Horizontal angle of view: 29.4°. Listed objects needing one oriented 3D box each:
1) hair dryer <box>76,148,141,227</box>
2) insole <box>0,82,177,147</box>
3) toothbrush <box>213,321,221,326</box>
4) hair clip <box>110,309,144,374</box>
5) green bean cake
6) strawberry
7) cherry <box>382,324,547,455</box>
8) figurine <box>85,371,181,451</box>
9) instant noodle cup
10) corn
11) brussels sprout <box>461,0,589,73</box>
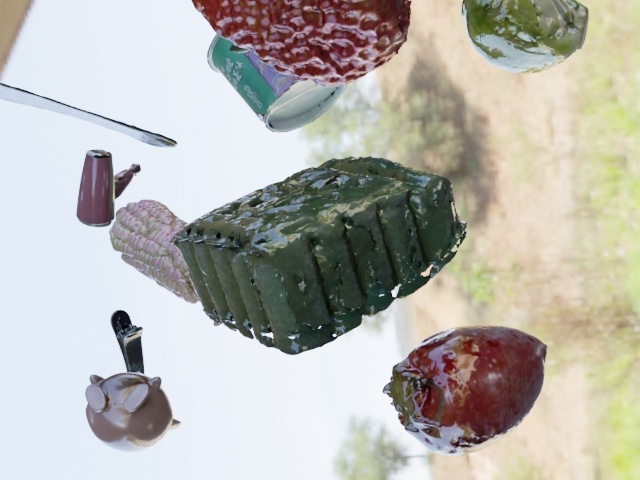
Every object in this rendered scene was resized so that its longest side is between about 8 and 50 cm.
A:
[{"bbox_3d":[-0.302,-0.087,1.769,0.154,0.054,0.106,-47,-32,-69],"label":"hair dryer"},{"bbox_3d":[-0.364,-0.182,1.684,0.119,0.348,0.009,178,108,-72],"label":"insole"},{"bbox_3d":[-0.031,0.028,2.052,0.037,0.375,0.028,57,166,-14],"label":"toothbrush"},{"bbox_3d":[-0.328,0.230,2.119,0.070,0.039,0.229,35,136,41],"label":"hair clip"},{"bbox_3d":[0.000,0.000,1.301,0.241,0.255,0.132,12,126,62],"label":"green bean cake"},{"bbox_3d":[-0.012,-0.351,1.482,0.267,0.312,0.351,-50,-11,-18],"label":"strawberry"},{"bbox_3d":[0.220,0.200,1.726,0.175,0.250,0.192,63,159,6],"label":"cherry"},{"bbox_3d":[-0.270,0.240,1.739,0.138,0.125,0.125,61,-155,-66],"label":"figurine"},{"bbox_3d":[-0.074,-0.346,2.447,0.190,0.251,0.251,58,180,20],"label":"instant noodle cup"},{"bbox_3d":[-0.244,0.014,1.998,0.335,0.127,0.126,25,127,58],"label":"corn"},{"bbox_3d":[0.288,-0.312,1.752,0.145,0.183,0.131,121,173,-68],"label":"brussels sprout"}]
